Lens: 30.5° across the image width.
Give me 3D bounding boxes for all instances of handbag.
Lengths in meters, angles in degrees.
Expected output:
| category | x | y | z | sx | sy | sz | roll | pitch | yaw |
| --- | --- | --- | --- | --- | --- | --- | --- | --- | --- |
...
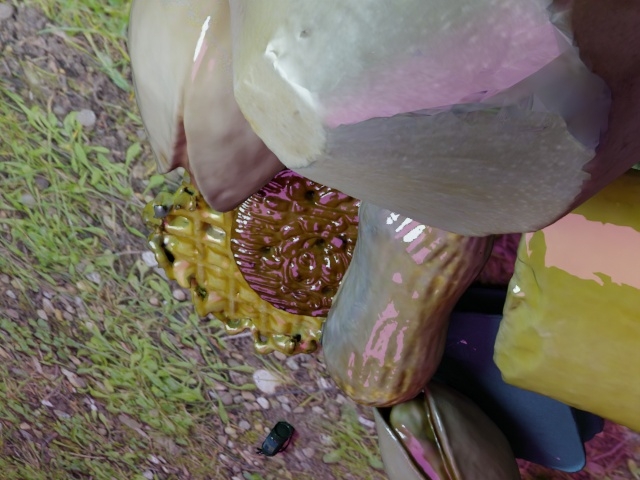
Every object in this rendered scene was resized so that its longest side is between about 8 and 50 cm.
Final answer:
| category | x | y | z | sx | sy | sz | roll | pitch | yaw |
| --- | --- | --- | --- | --- | --- | --- | --- | --- | --- |
| handbag | 0.194 | 0.147 | 1.262 | 0.179 | 0.062 | 0.229 | 3 | 132 | 32 |

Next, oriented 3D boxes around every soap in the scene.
| category | x | y | z | sx | sy | sz | roll | pitch | yaw |
| --- | --- | --- | --- | --- | --- | --- | --- | --- | --- |
| soap | 0.369 | 0.087 | 0.991 | 0.427 | 0.115 | 0.306 | 20 | 133 | 12 |

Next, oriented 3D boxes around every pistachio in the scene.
| category | x | y | z | sx | sy | sz | roll | pitch | yaw |
| --- | --- | --- | --- | --- | --- | --- | --- | --- | --- |
| pistachio | 0.136 | 0.240 | 1.250 | 0.144 | 0.144 | 0.215 | -9 | 129 | 39 |
| pistachio | -0.085 | -0.146 | 1.047 | 0.187 | 0.187 | 0.299 | 26 | 145 | 7 |

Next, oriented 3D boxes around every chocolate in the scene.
| category | x | y | z | sx | sy | sz | roll | pitch | yaw |
| --- | --- | --- | --- | --- | --- | --- | --- | --- | --- |
| chocolate | 0.082 | 0.032 | 1.131 | 0.134 | 0.134 | 0.309 | 26 | 124 | 8 |

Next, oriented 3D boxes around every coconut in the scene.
| category | x | y | z | sx | sy | sz | roll | pitch | yaw |
| --- | --- | --- | --- | --- | --- | --- | --- | --- | --- |
| coconut | 0.095 | -0.154 | 0.793 | 0.352 | 0.352 | 0.352 | 18 | 139 | 17 |

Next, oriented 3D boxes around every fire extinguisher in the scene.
| category | x | y | z | sx | sy | sz | roll | pitch | yaw |
| --- | --- | --- | --- | --- | --- | --- | --- | --- | --- |
| fire extinguisher | -0.060 | 0.274 | 1.591 | 0.038 | 0.025 | 0.083 | 14 | 143 | -14 |

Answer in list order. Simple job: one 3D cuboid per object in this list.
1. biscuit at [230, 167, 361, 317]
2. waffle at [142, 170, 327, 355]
| category | x | y | z | sx | sy | sz | roll | pitch | yaw |
| --- | --- | --- | --- | --- | --- | --- | --- | --- | --- |
| biscuit | 0.000 | 0.001 | 1.203 | 0.188 | 0.027 | 0.188 | 1 | 120 | 2 |
| waffle | -0.072 | 0.026 | 1.313 | 0.262 | 0.060 | 0.280 | -19 | 119 | 44 |
